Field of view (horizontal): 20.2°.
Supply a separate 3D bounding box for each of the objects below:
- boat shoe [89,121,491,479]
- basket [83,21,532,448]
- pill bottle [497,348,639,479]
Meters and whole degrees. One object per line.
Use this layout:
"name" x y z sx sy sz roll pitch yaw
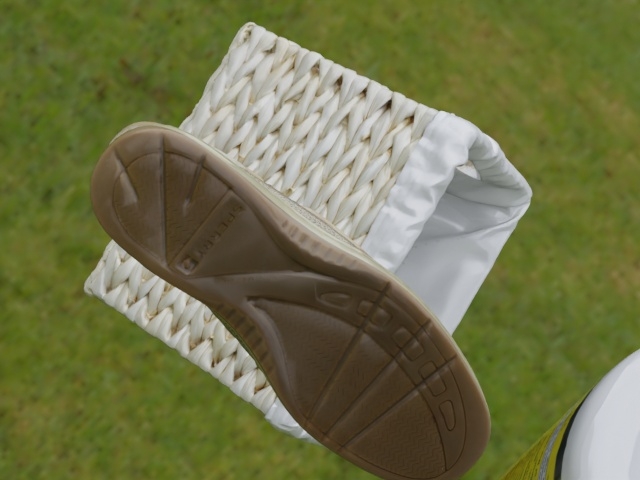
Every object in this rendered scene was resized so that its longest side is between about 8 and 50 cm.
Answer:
"boat shoe" -0.013 0.036 1.265 0.341 0.121 0.110 45 9 -10
"basket" 0.000 0.000 1.752 0.266 0.331 0.328 32 1 19
"pill bottle" 0.198 0.190 1.101 0.188 0.334 0.188 4 68 -9
